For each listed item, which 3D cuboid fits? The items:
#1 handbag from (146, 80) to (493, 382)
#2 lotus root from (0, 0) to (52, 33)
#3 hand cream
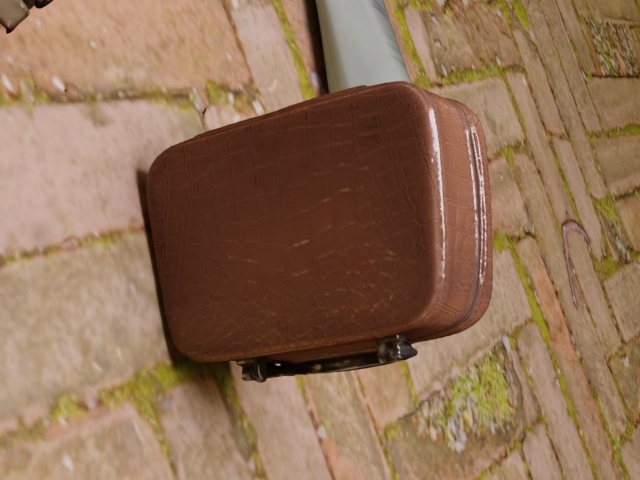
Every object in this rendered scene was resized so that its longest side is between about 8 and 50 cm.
[{"bbox_3d":[0.000,0.000,0.734,0.072,0.193,0.151,10,69,-59],"label":"handbag"},{"bbox_3d":[-0.144,-0.201,0.718,0.159,0.095,0.135,-33,100,-22],"label":"lotus root"},{"bbox_3d":[0.017,-0.214,1.079,0.109,0.067,0.320,30,41,-52],"label":"hand cream"}]
